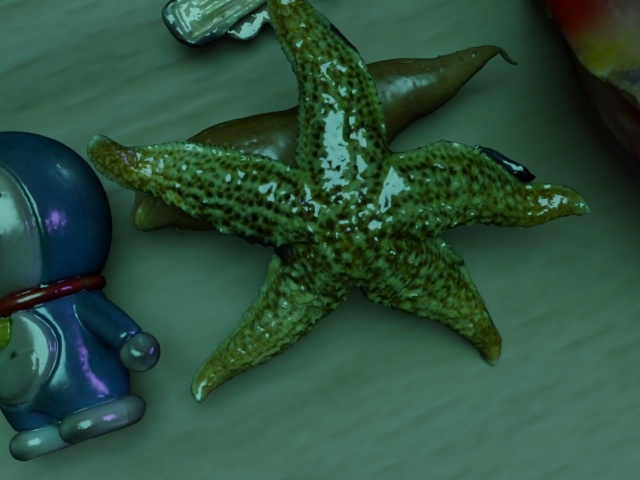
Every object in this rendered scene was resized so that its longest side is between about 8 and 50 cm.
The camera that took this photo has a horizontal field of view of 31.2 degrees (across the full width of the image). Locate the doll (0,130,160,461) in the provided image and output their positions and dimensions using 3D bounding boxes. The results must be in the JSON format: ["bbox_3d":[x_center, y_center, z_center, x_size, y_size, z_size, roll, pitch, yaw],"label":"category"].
[{"bbox_3d":[-0.127,0.016,0.497,0.114,0.085,0.152,-20,86,31],"label":"doll"}]

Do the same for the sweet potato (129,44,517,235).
[{"bbox_3d":[0.003,-0.047,0.529,0.195,0.056,0.056,-26,78,-7],"label":"sweet potato"}]

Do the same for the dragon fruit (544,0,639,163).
[{"bbox_3d":[0.254,-0.178,0.423,0.386,0.249,0.371,3,56,21],"label":"dragon fruit"}]

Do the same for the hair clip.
[{"bbox_3d":[0.017,-0.159,0.560,0.214,0.056,0.062,-32,95,0],"label":"hair clip"}]

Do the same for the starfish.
[{"bbox_3d":[0.000,0.000,0.489,0.208,0.053,0.176,31,102,-9],"label":"starfish"}]
